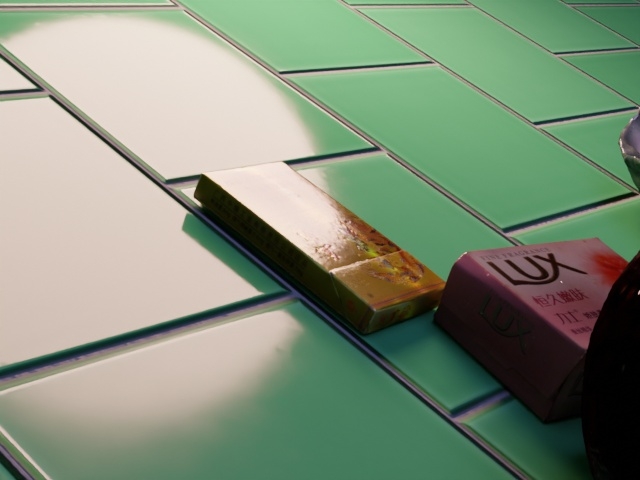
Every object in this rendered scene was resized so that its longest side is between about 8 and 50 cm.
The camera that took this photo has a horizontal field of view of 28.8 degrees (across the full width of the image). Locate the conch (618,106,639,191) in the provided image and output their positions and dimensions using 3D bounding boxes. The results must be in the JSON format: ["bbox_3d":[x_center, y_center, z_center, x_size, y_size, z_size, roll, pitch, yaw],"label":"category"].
[{"bbox_3d":[0.363,-0.036,1.015,0.220,0.195,0.277,3,51,4],"label":"conch"}]

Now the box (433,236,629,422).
[{"bbox_3d":[0.162,0.052,0.797,0.156,0.060,0.111,-4,36,-45],"label":"box"}]

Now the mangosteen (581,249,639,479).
[{"bbox_3d":[0.230,0.086,0.644,0.228,0.228,0.265,15,-8,-16],"label":"mangosteen"}]

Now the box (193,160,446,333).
[{"bbox_3d":[0.000,0.000,0.802,0.156,0.022,0.089,38,30,27],"label":"box"}]
